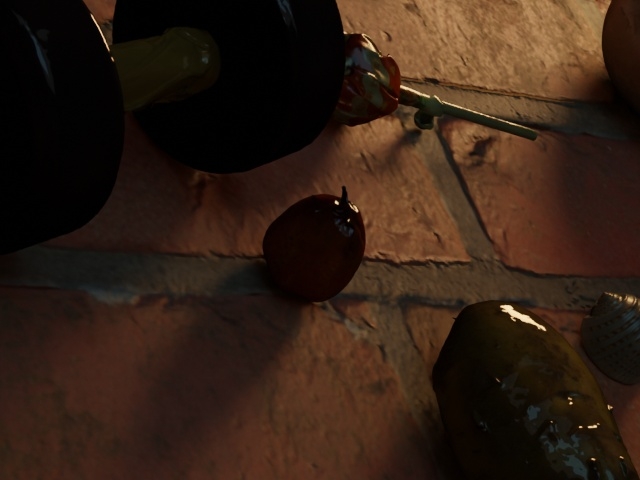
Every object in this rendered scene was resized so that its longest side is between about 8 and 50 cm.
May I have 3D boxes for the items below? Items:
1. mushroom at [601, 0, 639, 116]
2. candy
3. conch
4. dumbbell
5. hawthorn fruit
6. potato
[{"bbox_3d":[0.427,-0.219,1.720,0.226,0.178,0.226,14,49,-17],"label":"mushroom"},{"bbox_3d":[0.108,-0.135,1.465,0.288,0.078,0.084,11,65,-38],"label":"candy"},{"bbox_3d":[0.286,0.089,1.420,0.076,0.056,0.085,-34,78,-37],"label":"conch"},{"bbox_3d":[-0.151,-0.124,1.131,0.322,0.204,0.204,-23,71,-48],"label":"dumbbell"},{"bbox_3d":[0.000,0.000,1.229,0.081,0.093,0.081,21,43,-21],"label":"hawthorn fruit"},{"bbox_3d":[0.171,0.154,1.223,0.149,0.113,0.251,-7,51,-34],"label":"potato"}]
